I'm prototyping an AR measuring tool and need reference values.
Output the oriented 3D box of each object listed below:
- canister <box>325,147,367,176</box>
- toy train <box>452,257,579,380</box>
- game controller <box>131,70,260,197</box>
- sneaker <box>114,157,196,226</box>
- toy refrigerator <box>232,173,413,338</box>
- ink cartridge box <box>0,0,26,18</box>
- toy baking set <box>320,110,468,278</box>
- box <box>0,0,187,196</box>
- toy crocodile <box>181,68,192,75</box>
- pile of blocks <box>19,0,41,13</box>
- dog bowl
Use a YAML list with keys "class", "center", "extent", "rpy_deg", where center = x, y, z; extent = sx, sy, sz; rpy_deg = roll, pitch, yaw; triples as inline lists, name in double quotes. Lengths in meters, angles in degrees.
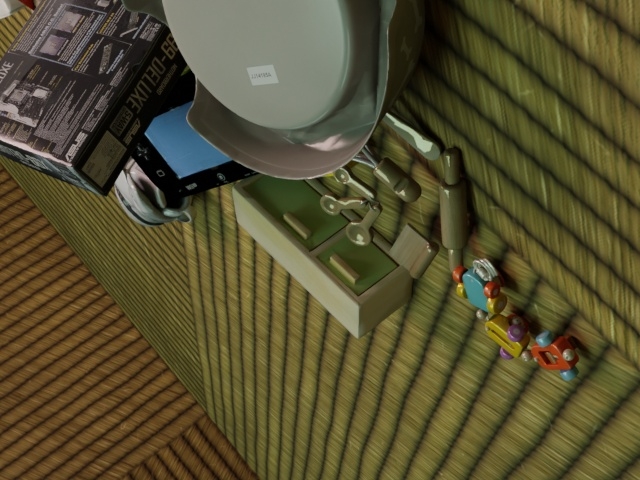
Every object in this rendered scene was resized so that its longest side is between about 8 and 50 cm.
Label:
- class: "canister"
  center: [-0.020, -0.165, 1.163]
  extent: [0.170, 0.073, 0.126]
  rpy_deg: [60, 158, -18]
- class: "toy train"
  center: [0.223, 0.080, 1.063]
  extent: [0.166, 0.046, 0.125]
  rpy_deg: [52, 157, -2]
- class: "game controller"
  center: [-0.170, -0.149, 1.328]
  extent: [0.319, 0.067, 0.166]
  rpy_deg: [-12, 113, 48]
- class: "sneaker"
  center: [-0.355, -0.175, 1.766]
  extent: [0.210, 0.137, 0.366]
  rpy_deg: [12, 139, 59]
- class: "toy refrigerator"
  center: [0.000, 0.000, 1.325]
  extent: [0.269, 0.102, 0.094]
  rpy_deg: [44, 156, 27]
- class: "ink cartridge box"
  center: [-0.617, -0.562, 1.748]
  extent: [0.211, 0.121, 0.289]
  rpy_deg: [16, 136, 58]
- class: "toy baking set"
  center: [0.077, -0.062, 1.082]
  extent: [0.196, 0.030, 0.256]
  rpy_deg: [17, 133, 25]
- class: "box"
  center: [-0.308, -0.232, 1.271]
  extent: [0.242, 0.307, 0.076]
  rpy_deg: [20, 164, 32]
- class: "toy crocodile"
  center: [-0.206, -0.175, 1.488]
  extent: [0.115, 0.105, 0.340]
  rpy_deg: [54, 158, 1]
- class: "pile of blocks"
  center: [-0.412, -0.352, 1.438]
  extent: [0.149, 0.112, 0.362]
  rpy_deg: [-12, 98, 60]
- class: "dog bowl"
  center: [-0.048, -0.238, 0.959]
  extent: [0.348, 0.102, 0.349]
  rpy_deg: [26, 135, 29]
